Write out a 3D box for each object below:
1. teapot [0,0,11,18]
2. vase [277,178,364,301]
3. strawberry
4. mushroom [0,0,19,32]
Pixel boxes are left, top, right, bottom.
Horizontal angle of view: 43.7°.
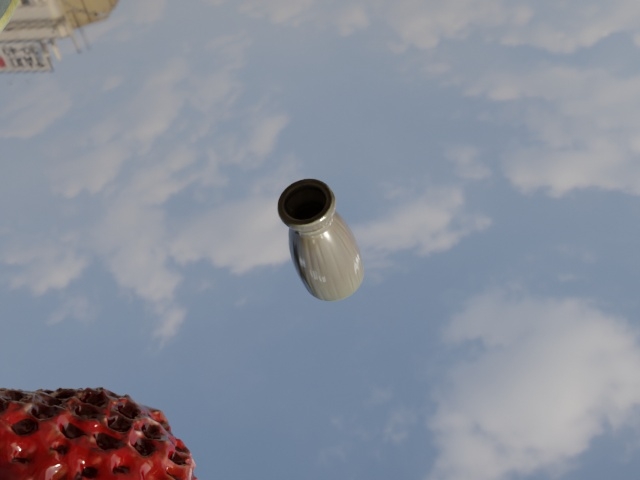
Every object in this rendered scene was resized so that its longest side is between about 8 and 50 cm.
[{"bbox_3d":[-0.493,-0.380,0.824,0.344,0.253,0.300,20,-108,-7],"label":"teapot"},{"bbox_3d":[0.000,0.000,0.605,0.053,0.100,0.053,-7,-126,10],"label":"vase"},{"bbox_3d":[-0.355,0.294,1.006,0.318,0.345,0.295,-7,-136,48],"label":"strawberry"},{"bbox_3d":[-0.570,-0.337,1.182,0.217,0.212,0.292,37,-128,-4],"label":"mushroom"}]
